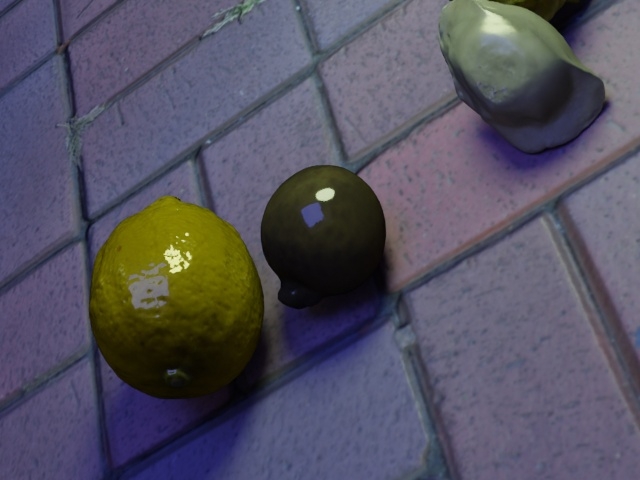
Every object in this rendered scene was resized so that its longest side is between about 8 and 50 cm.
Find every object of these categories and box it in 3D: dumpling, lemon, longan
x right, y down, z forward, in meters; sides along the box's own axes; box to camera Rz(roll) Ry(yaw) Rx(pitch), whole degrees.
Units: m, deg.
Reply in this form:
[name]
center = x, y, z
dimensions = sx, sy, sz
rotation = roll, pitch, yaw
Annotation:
[dumpling]
center = 0.248, -0.220, 1.684
dimensions = 0.250, 0.132, 0.162
rotation = 39, 118, 13
[lemon]
center = -0.201, 0.078, 1.795
dimensions = 0.245, 0.245, 0.320
rotation = -31, 41, 21
[longan]
center = 0.000, 0.000, 1.741
dimensions = 0.185, 0.159, 0.204
rotation = 38, 107, 46

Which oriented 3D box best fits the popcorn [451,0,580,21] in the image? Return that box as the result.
[popcorn]
center = 0.259, -0.370, 1.765
dimensions = 0.197, 0.155, 0.198
rotation = -17, 47, 20
